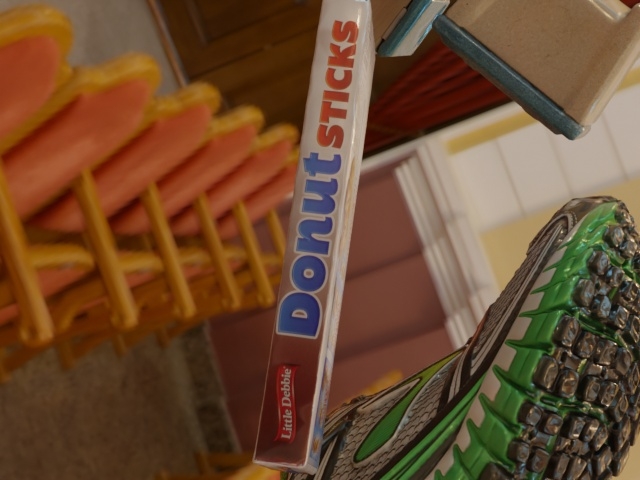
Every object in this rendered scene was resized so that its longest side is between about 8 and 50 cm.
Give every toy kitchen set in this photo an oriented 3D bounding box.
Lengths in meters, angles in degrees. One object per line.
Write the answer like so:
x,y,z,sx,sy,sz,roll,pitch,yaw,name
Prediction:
0.081,-0.113,0.645,0.166,0.122,0.207,41,20,9,toy kitchen set

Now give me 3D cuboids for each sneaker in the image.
0.058,0.105,0.660,0.146,0.343,0.134,24,-23,40,sneaker

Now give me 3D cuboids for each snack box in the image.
0.000,0.000,0.490,0.064,0.022,0.178,76,21,-77,snack box
